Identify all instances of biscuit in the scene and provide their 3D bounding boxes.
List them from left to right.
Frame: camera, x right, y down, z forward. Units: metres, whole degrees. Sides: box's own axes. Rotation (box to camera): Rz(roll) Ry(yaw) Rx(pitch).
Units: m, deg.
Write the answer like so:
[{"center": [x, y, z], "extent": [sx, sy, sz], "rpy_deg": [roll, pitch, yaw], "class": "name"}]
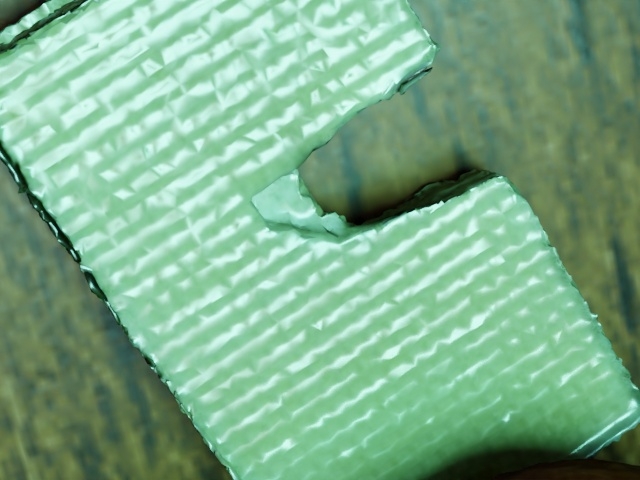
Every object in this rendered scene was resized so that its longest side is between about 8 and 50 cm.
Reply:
[{"center": [0.000, 0.000, 0.646], "extent": [0.147, 0.046, 0.250], "rpy_deg": [-35, 110, -1], "class": "biscuit"}]

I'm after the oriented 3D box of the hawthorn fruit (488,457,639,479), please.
[{"center": [0.098, 0.224, 0.609], "extent": [0.311, 0.295, 0.295], "rpy_deg": [31, 98, -3], "class": "hawthorn fruit"}]
